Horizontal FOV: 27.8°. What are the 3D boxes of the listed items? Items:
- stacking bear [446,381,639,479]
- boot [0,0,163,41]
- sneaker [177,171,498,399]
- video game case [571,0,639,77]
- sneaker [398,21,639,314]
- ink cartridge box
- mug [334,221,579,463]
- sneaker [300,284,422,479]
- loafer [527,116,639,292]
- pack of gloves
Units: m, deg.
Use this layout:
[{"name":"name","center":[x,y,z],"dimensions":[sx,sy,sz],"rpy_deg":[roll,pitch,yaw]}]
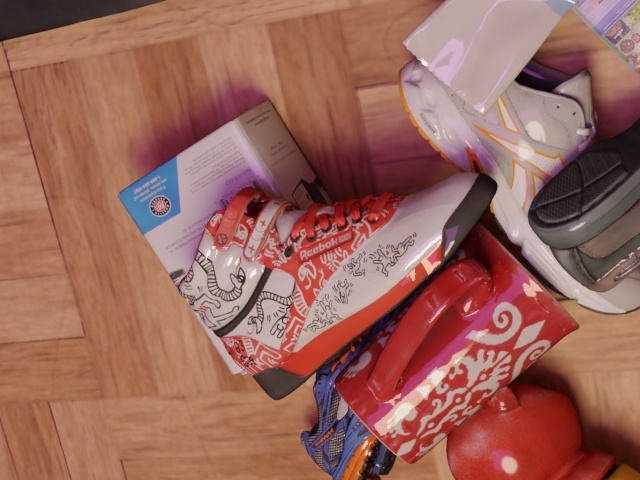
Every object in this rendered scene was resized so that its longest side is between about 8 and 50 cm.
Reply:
[{"name":"stacking bear","center":[0.218,0.238,1.045],"dimensions":[0.289,0.164,0.175],"rpy_deg":[50,153,11]},{"name":"boot","center":[-0.348,-0.317,1.056],"dimensions":[0.445,0.146,0.367],"rpy_deg":[-7,127,29]},{"name":"sneaker","center":[-0.001,0.001,0.990],"dimensions":[0.145,0.090,0.270],"rpy_deg":[46,124,-1]},{"name":"video game case","center":[0.240,-0.181,0.965],"dimensions":[0.122,0.011,0.087],"rpy_deg":[45,118,2]},{"name":"sneaker","center":[0.180,-0.062,0.988],"dimensions":[0.121,0.099,0.262],"rpy_deg":[-41,92,24]},{"name":"ink cartridge box","center":[-0.060,-0.001,1.114],"dimensions":[0.139,0.082,0.191],"rpy_deg":[-29,98,28]},{"name":"mug","center":[0.090,0.073,0.997],"dimensions":[0.169,0.113,0.150],"rpy_deg":[-44,126,5]},{"name":"sneaker","center":[0.036,0.119,1.123],"dimensions":[0.087,0.083,0.221],"rpy_deg":[29,112,25]},{"name":"loafer","center":[0.275,-0.066,0.931],"dimensions":[0.267,0.096,0.084],"rpy_deg":[-36,118,5]},{"name":"pack of gloves","center":[0.124,-0.239,0.928],"dimensions":[0.195,0.046,0.232],"rpy_deg":[43,98,4]}]
